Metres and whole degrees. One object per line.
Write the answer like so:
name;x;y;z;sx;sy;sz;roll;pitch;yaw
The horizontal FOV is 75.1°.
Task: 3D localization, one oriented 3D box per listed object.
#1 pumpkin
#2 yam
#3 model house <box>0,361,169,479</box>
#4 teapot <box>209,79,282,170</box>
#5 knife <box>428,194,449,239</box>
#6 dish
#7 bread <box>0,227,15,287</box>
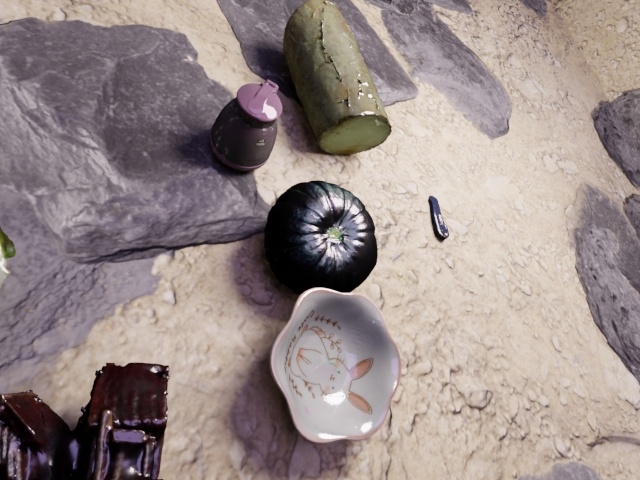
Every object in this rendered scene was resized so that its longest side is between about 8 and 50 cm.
pumpkin;0.000;0.000;0.696;0.201;0.140;0.202;4;79;-24
yam;0.028;-0.334;0.877;0.168;0.168;0.304;-8;68;-32
model house;-0.255;0.216;0.438;0.203;0.141;0.164;2;74;-25
teapot;-0.114;-0.209;0.740;0.148;0.146;0.116;-32;83;-38
knife;0.269;-0.056;0.952;0.031;0.018;0.121;6;61;-18
dish;0.013;0.187;0.636;0.229;0.081;0.230;12;67;-28
bread;-0.482;0.064;0.359;0.382;0.129;0.366;-29;97;-47
